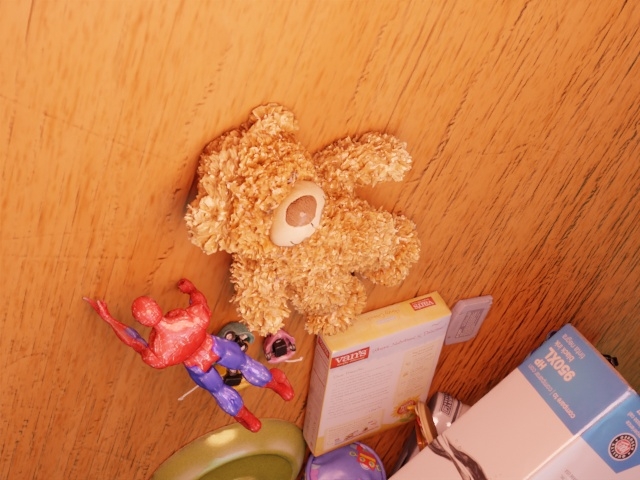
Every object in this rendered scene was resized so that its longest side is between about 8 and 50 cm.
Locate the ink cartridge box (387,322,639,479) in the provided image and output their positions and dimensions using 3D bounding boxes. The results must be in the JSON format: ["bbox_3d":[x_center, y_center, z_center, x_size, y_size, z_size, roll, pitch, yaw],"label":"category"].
[{"bbox_3d":[0.282,0.348,1.506,0.395,0.166,0.285,-42,126,5],"label":"ink cartridge box"}]

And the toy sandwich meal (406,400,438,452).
[{"bbox_3d":[0.138,0.258,1.542,0.029,0.085,0.085,-19,145,11],"label":"toy sandwich meal"}]

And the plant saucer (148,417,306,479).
[{"bbox_3d":[-0.123,0.332,1.559,0.241,0.037,0.241,-18,142,-15],"label":"plant saucer"}]

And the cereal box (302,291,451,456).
[{"bbox_3d":[0.070,0.177,1.495,0.173,0.047,0.240,-15,141,-21],"label":"cereal box"}]

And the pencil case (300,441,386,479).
[{"bbox_3d":[0.004,0.427,1.681,0.119,0.133,0.306,8,133,-11],"label":"pencil case"}]

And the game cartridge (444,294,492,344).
[{"bbox_3d":[0.193,0.106,1.523,0.056,0.017,0.083,-11,140,-29],"label":"game cartridge"}]

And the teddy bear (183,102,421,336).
[{"bbox_3d":[0.000,0.000,1.186,0.245,0.113,0.338,-27,144,-7],"label":"teddy bear"}]

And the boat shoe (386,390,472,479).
[{"bbox_3d":[0.168,0.397,1.688,0.156,0.136,0.367,24,113,0],"label":"boat shoe"}]

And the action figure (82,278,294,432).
[{"bbox_3d":[-0.141,0.104,1.219,0.091,0.139,0.280,-45,148,-3],"label":"action figure"}]

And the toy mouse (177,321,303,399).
[{"bbox_3d":[-0.082,0.122,1.340,0.161,0.031,0.143,-5,137,-30],"label":"toy mouse"}]

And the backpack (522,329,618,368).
[{"bbox_3d":[0.357,0.221,1.661,0.117,0.158,0.173,-32,134,33],"label":"backpack"}]
